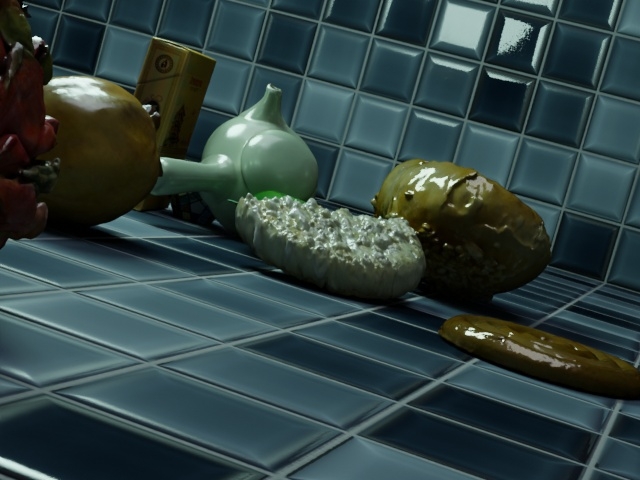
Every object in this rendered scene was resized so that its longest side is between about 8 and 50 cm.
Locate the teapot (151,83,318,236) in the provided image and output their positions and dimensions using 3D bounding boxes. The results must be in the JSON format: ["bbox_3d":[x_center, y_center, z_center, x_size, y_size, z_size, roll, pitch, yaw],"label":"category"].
[{"bbox_3d":[-0.130,-0.087,2.013,0.318,0.220,0.149,-38,9,-35],"label":"teapot"}]

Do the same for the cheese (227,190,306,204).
[{"bbox_3d":[0.000,0.000,1.927,0.320,0.083,0.204,26,-3,-32],"label":"cheese"}]

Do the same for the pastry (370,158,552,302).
[{"bbox_3d":[0.214,-0.003,2.010,0.284,0.184,0.315,34,-7,-28],"label":"pastry"}]

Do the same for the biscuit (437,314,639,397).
[{"bbox_3d":[0.273,0.136,1.547,0.261,0.037,0.262,16,6,-2],"label":"biscuit"}]

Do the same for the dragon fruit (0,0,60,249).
[{"bbox_3d":[-0.336,-0.083,0.949,0.296,0.314,0.263,-27,65,-42],"label":"dragon fruit"}]

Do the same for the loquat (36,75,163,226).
[{"bbox_3d":[-0.319,-0.111,1.595,0.238,0.193,0.238,-7,0,0],"label":"loquat"}]

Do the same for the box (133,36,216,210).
[{"bbox_3d":[-0.265,-0.189,2.096,0.076,0.274,0.174,19,6,6],"label":"box"}]

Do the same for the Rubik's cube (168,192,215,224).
[{"bbox_3d":[-0.203,-0.078,2.112,0.111,0.093,0.111,14,5,-1],"label":"Rubik's cube"}]

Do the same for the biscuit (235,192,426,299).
[{"bbox_3d":[0.025,0.020,1.734,0.281,0.084,0.179,10,26,-25],"label":"biscuit"}]
